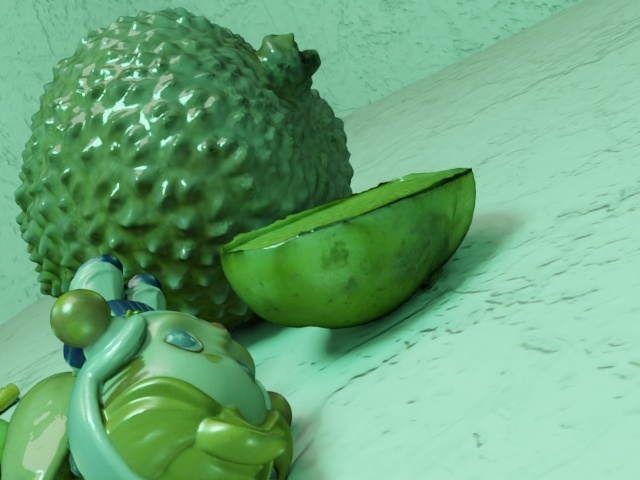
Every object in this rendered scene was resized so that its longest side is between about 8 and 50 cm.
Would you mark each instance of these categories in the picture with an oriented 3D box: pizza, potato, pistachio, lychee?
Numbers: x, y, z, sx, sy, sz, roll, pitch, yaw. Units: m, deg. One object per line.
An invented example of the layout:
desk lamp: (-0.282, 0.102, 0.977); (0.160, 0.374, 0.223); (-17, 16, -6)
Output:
pizza: (-0.568, 0.282, 1.272); (0.178, 0.041, 0.131); (-31, 10, -4)
potato: (0.042, 0.015, 0.708); (0.271, 0.111, 0.160); (-22, 11, -40)
pistachio: (-0.195, 0.172, 0.627); (0.124, 0.124, 0.185); (-30, 16, 3)
lychee: (-0.151, -0.059, 0.902); (0.432, 0.380, 0.380); (-50, 4, 21)

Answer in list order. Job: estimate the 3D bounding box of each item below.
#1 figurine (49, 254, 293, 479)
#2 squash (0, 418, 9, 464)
figurine: (-0.130, 0.094, 0.561); (0.274, 0.194, 0.133); (38, 90, 34)
squash: (-0.450, 0.249, 0.904); (0.184, 0.191, 0.085); (128, 159, -52)
